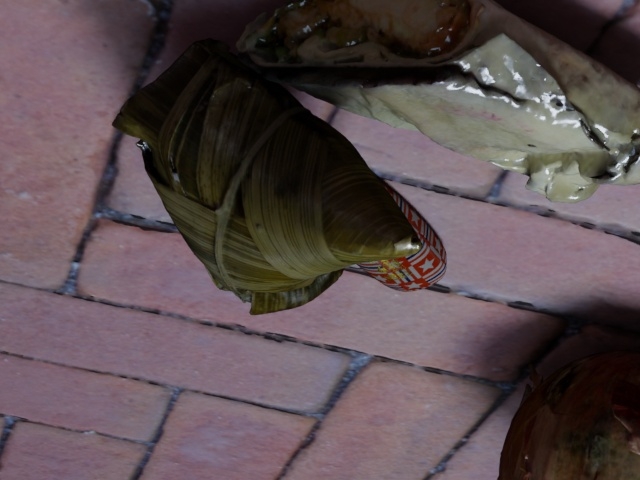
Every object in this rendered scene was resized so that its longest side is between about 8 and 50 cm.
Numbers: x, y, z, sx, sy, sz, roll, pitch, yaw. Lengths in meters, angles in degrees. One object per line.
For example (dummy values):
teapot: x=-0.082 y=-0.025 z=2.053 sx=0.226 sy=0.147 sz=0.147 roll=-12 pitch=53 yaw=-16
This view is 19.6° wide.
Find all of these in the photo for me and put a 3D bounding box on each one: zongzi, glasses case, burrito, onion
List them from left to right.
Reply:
zongzi: x=0.000 y=0.000 z=1.480 sx=0.288 sy=0.134 sz=0.286 roll=31 pitch=163 yaw=33
glasses case: x=0.049 y=-0.007 z=1.684 sx=0.073 sy=0.049 sz=0.194 roll=-16 pitch=142 yaw=31
burrito: x=0.125 y=-0.121 z=1.430 sx=0.348 sy=0.107 sz=0.175 roll=22 pitch=152 yaw=-19
onion: x=0.339 y=0.249 z=1.845 sx=0.354 sy=0.353 sz=0.353 roll=4 pitch=148 yaw=3
